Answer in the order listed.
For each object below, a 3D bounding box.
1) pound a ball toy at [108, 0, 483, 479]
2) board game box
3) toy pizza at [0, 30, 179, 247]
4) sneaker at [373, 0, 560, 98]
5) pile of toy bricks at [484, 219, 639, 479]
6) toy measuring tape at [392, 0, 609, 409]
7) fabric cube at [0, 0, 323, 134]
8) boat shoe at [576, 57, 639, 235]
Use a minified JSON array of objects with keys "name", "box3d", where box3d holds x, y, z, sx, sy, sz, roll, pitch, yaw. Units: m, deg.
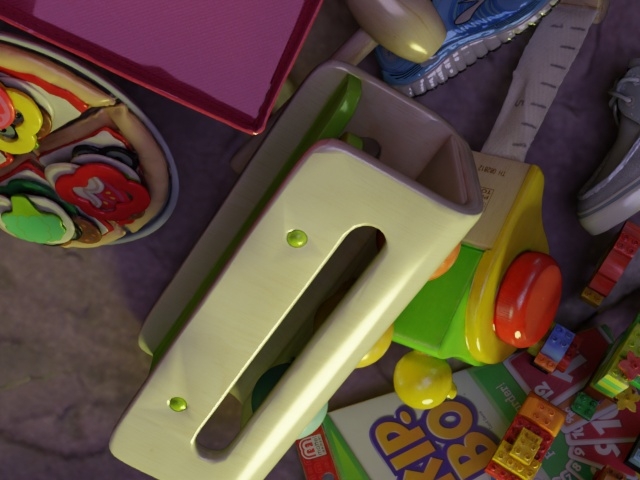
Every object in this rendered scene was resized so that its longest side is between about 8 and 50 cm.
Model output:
[{"name":"pound a ball toy","box3d":[0.000,0.000,0.700,0.136,0.208,0.319,29,118,-15]},{"name":"board game box","box3d":[0.119,0.159,0.791,0.260,0.039,0.124,-18,69,-4]},{"name":"toy pizza","box3d":[-0.189,-0.052,0.665,0.201,0.201,0.032,24,54,-12]},{"name":"sneaker","box3d":[0.107,-0.168,0.747,0.162,0.063,0.073,-34,100,-3]},{"name":"pile of toy bricks","box3d":[0.210,0.090,0.742,0.118,0.105,0.212,30,73,10]},{"name":"toy measuring tape","box3d":[0.140,-0.023,0.770,0.121,0.121,0.330,30,76,-13]},{"name":"fabric cube","box3d":[-0.105,-0.232,0.601,0.254,0.258,0.259,26,95,-11]},{"name":"boat shoe","box3d":[0.256,-0.106,0.781,0.081,0.079,0.227,43,86,-4]}]
